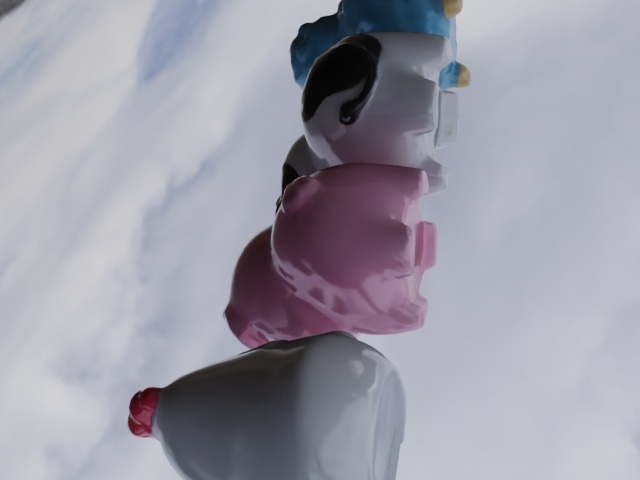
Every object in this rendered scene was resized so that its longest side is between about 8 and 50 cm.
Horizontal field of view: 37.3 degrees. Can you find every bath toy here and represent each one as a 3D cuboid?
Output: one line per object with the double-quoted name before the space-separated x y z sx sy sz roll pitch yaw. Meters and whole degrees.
"bath toy" 0.000 0.000 0.515 0.129 0.151 0.348 2 -132 15
